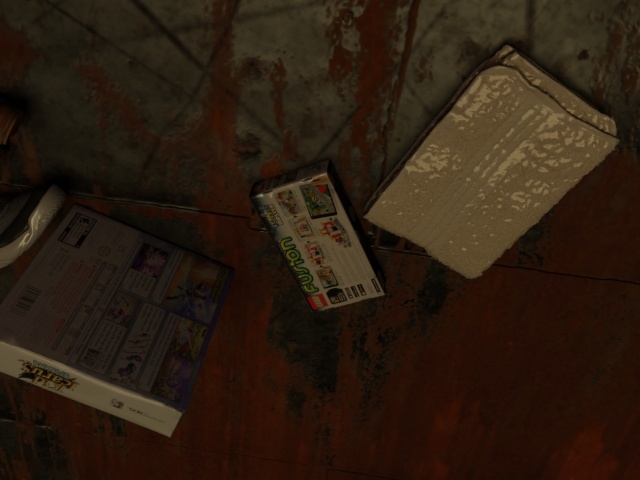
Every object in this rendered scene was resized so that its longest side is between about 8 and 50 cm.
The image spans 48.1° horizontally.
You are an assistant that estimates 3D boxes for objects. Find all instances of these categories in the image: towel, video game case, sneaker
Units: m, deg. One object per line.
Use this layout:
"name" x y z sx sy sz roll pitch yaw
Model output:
"towel" 0.202 -0.081 0.872 0.187 0.049 0.282 30 124 -12
"video game case" -0.260 0.092 0.924 0.244 0.270 0.061 23 126 -7
"sneaker" -0.476 -0.033 0.968 0.268 0.101 0.153 -27 120 27

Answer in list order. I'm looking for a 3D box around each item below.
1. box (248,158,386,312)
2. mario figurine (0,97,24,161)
"box" 0.000 0.000 0.964 0.114 0.036 0.207 -16 121 18
"mario figurine" -0.534 -0.165 0.836 0.320 0.170 0.198 27 81 -19
